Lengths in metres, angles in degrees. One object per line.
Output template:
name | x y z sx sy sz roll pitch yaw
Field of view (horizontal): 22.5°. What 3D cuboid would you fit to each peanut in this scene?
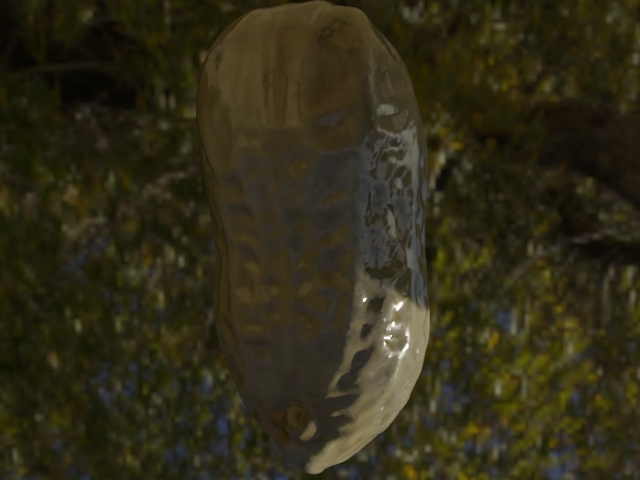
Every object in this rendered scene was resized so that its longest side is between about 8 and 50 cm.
peanut | 0.000 0.000 1.034 0.152 0.313 0.152 -5 -162 2
